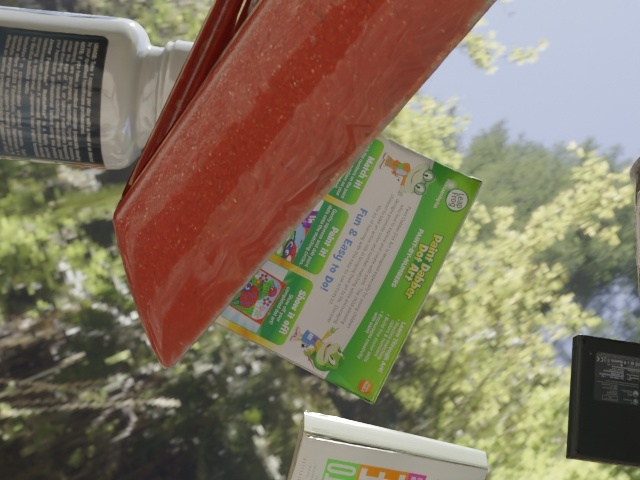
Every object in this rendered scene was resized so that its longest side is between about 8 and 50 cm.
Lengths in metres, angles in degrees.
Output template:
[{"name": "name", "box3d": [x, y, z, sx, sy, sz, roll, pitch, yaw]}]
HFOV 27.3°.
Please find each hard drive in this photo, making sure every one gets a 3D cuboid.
[{"name": "hard drive", "box3d": [0.317, 0.175, 1.431, 0.022, 0.094, 0.135, 126, -28, -71]}]

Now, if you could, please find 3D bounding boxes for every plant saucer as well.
[{"name": "plant saucer", "box3d": [0.015, -0.118, 0.461, 0.047, 0.258, 0.259, 29, -44, -12]}]

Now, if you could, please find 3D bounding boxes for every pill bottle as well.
[{"name": "pill bottle", "box3d": [-0.171, -0.105, 0.926, 0.180, 0.108, 0.108, 6, -70, 0]}]

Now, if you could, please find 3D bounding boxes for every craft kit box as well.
[{"name": "craft kit box", "box3d": [0.000, 0.000, 1.333, 0.246, 0.061, 0.250, 27, -96, 9]}]

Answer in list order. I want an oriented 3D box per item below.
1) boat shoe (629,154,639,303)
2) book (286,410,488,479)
[{"name": "boat shoe", "box3d": [0.147, -0.012, 0.508, 0.063, 0.066, 0.184, 36, -36, 63]}, {"name": "book", "box3d": [0.047, 0.194, 1.024, 0.144, 0.035, 0.096, 12, -64, -5]}]
